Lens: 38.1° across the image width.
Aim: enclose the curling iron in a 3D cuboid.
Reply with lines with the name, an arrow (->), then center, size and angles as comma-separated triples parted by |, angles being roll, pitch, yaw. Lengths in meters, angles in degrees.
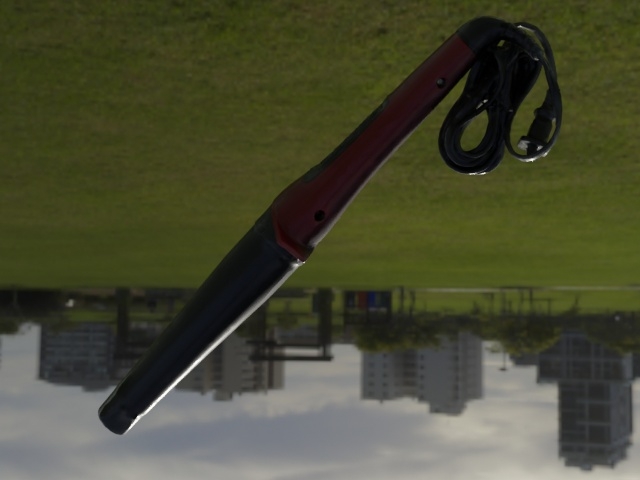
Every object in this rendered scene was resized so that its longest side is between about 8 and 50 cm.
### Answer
curling iron -> 0.000, 0.000, 0.425 | 0.274, 0.068, 0.035 | -39, 175, 6
